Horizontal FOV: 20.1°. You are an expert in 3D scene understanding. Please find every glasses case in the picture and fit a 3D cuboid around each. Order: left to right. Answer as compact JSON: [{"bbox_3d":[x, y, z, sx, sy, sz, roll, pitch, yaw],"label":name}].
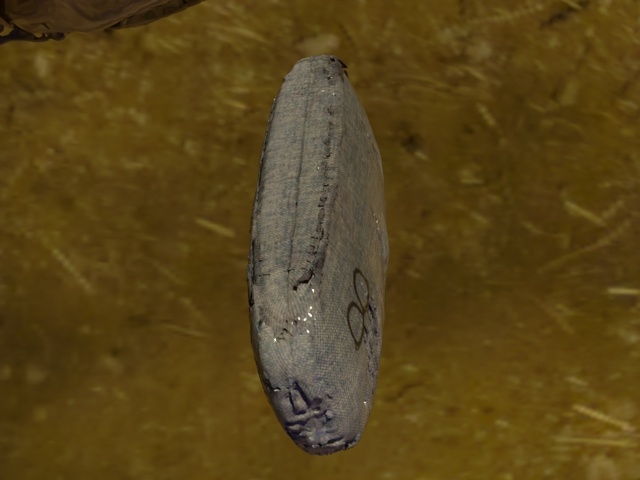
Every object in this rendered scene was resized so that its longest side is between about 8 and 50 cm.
[{"bbox_3d":[0.000,0.000,0.991,0.067,0.282,0.109,-9,125,12],"label":"glasses case"}]

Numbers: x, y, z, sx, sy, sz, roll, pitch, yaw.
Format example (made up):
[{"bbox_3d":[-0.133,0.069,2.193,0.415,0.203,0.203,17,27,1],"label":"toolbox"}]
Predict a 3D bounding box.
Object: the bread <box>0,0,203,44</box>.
[{"bbox_3d":[-0.085,-0.131,0.359,0.250,0.179,0.133,-15,55,65],"label":"bread"}]
